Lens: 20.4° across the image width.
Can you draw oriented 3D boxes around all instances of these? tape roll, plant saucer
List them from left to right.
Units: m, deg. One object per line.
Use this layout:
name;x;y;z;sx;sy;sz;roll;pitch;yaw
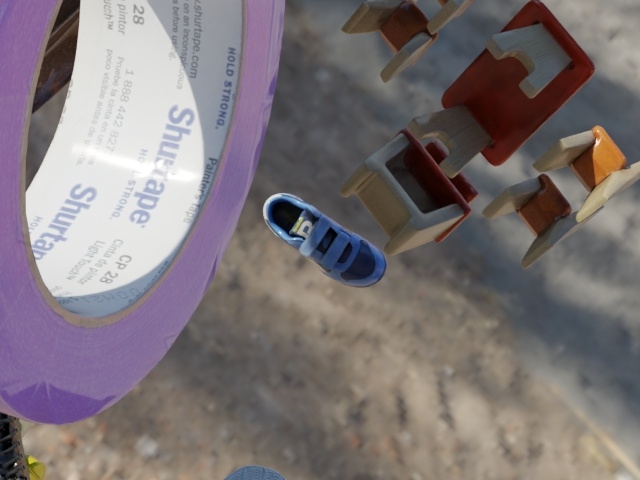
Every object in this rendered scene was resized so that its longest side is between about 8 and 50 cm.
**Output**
plant saucer;-0.219;-0.162;1.455;0.036;0.198;0.198;43;29;1
tape roll;-0.111;-0.066;0.742;0.090;0.275;0.275;14;22;20

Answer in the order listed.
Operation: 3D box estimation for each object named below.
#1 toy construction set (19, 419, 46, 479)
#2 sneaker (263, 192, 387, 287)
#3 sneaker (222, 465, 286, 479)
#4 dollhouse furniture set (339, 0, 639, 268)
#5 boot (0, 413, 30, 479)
toy construction set;-0.329;0.119;1.692;0.151;0.328;0.215;30;71;15
sneaker;0.000;0.000;1.772;0.144;0.053;0.059;31;-2;15
sneaker;-0.089;0.314;1.511;0.094;0.091;0.258;21;56;-2
dollhouse furniture set;0.139;-0.104;1.556;0.135;0.259;0.262;-29;78;-44
boot;-0.243;0.157;1.366;0.077;0.198;0.137;-12;38;-29
